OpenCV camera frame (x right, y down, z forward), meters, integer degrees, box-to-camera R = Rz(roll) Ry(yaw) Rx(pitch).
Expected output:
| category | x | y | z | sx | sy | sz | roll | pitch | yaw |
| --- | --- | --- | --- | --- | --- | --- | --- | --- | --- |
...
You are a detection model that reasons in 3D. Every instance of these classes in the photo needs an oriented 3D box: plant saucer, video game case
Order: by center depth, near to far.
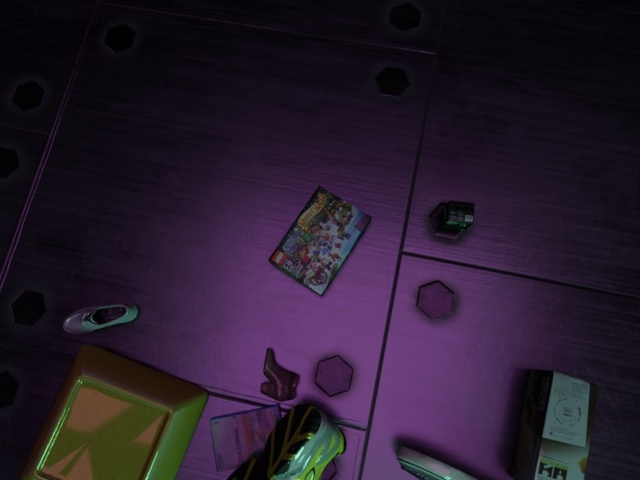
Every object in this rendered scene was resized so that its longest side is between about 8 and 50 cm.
| category | x | y | z | sx | sy | sz | roll | pitch | yaw |
| --- | --- | --- | --- | --- | --- | --- | --- | --- | --- |
| plant saucer | -0.475 | 0.447 | 1.056 | 0.333 | 0.081 | 0.332 | 21 | 79 | 1 |
| video game case | -0.168 | 0.460 | 1.089 | 0.167 | 0.015 | 0.119 | -12 | 77 | 0 |

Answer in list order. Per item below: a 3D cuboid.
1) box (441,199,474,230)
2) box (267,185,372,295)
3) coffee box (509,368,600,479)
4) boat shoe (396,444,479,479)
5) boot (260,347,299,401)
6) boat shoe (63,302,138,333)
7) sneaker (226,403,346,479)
| category | x | y | z | sx | sy | sz | roll | pitch | yaw |
| --- | --- | --- | --- | --- | --- | --- | --- | --- | --- |
| box | 0.336 | -0.060 | 1.145 | 0.062 | 0.083 | 0.052 | 7 | 79 | 4 |
| box | 0.000 | 0.000 | 1.169 | 0.159 | 0.044 | 0.233 | 32 | 81 | 9 |
| coffee box | 0.498 | 0.411 | 1.003 | 0.098 | 0.141 | 0.246 | 16 | 79 | 7 |
| boat shoe | 0.297 | 0.577 | 0.980 | 0.341 | 0.127 | 0.158 | 26 | 72 | 7 |
| boot | -0.094 | 0.319 | 1.108 | 0.087 | 0.042 | 0.118 | 7 | 79 | -2 |
| boat shoe | -0.546 | 0.190 | 1.143 | 0.184 | 0.063 | 0.066 | -6 | 77 | 1 |
| sneaker | -0.093 | 0.534 | 1.003 | 0.147 | 0.145 | 0.384 | 39 | 98 | -27 |
